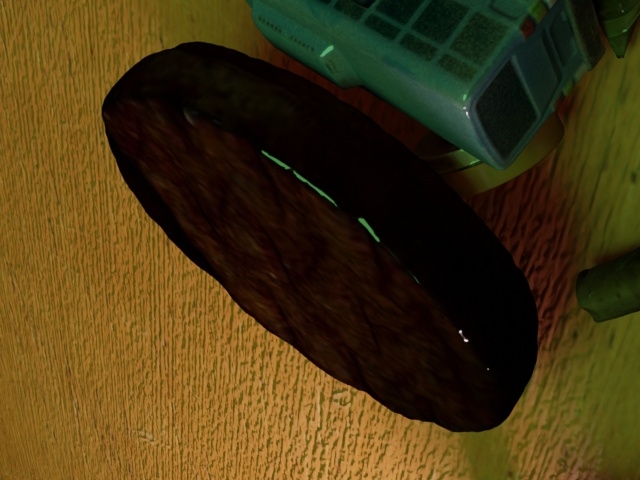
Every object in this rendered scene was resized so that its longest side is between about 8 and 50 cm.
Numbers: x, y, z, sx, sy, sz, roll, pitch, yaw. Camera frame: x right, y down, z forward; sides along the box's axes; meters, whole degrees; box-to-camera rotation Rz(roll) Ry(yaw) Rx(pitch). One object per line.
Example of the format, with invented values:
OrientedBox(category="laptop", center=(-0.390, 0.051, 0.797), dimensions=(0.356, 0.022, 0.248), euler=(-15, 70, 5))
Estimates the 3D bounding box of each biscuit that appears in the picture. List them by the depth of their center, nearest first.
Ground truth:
OrientedBox(category="biscuit", center=(0.000, 0.000, 0.859), dimensions=(0.407, 0.091, 0.407), euler=(35, 162, 13))

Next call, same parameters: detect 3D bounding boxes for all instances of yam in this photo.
OrientedBox(category="yam", center=(0.269, 0.004, 0.690), dimensions=(0.046, 0.046, 0.264), euler=(56, 145, -2))

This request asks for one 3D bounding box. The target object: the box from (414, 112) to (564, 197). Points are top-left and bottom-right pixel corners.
OrientedBox(category="box", center=(0.119, -0.071, 0.748), dimensions=(0.105, 0.105, 0.037), euler=(-8, 117, 51))

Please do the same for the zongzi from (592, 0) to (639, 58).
OrientedBox(category="zongzi", center=(0.198, -0.170, 0.628), dimensions=(0.109, 0.055, 0.119), euler=(-8, 123, 50))

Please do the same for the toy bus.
OrientedBox(category="toy bus", center=(0.053, -0.157, 0.695), dimensions=(0.234, 0.133, 0.116), euler=(36, 177, 32))
